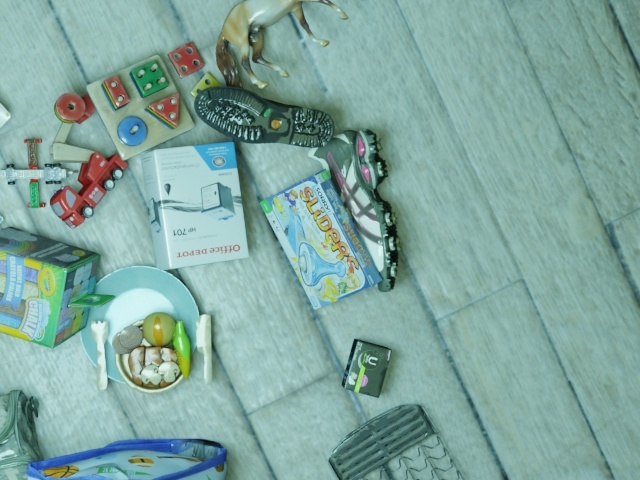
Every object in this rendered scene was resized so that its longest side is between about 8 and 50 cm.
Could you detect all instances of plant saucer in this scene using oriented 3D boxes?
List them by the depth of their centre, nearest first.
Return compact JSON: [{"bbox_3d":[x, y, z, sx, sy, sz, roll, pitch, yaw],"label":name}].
[{"bbox_3d":[-0.294,0.138,1.914,0.194,0.037,0.195,0,90,-6],"label":"plant saucer"}]

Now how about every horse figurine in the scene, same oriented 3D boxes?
[{"bbox_3d":[-0.079,-0.353,1.906,0.263,0.066,0.174,-41,74,4],"label":"horse figurine"}]

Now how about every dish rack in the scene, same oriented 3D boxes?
[{"bbox_3d":[0.149,0.417,1.941,0.208,0.074,0.272,-31,93,-5],"label":"dish rack"}]

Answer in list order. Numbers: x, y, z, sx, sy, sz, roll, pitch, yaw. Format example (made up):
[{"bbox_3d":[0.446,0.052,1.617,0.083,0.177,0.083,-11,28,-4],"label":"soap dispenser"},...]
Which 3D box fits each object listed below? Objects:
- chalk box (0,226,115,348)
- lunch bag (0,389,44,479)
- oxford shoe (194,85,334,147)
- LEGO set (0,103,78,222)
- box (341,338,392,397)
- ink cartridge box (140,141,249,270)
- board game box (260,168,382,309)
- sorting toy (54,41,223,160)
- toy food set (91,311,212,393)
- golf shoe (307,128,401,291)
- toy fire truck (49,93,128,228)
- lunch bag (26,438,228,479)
[{"bbox_3d":[-0.428,0.077,1.819,0.213,0.132,0.132,17,104,10],"label":"chalk box"},{"bbox_3d":[-0.570,0.379,1.805,0.305,0.213,0.256,-16,53,-6],"label":"lunch bag"},{"bbox_3d":[-0.094,-0.193,1.902,0.227,0.096,0.083,16,94,-6],"label":"oxford shoe"},{"bbox_3d":[-0.521,-0.108,1.899,0.182,0.060,0.244,-43,93,9],"label":"LEGO set"},{"bbox_3d":[0.076,0.211,1.943,0.062,0.052,0.083,15,88,-5],"label":"box"},{"bbox_3d":[-0.201,-0.055,1.884,0.139,0.082,0.191,-9,90,-24],"label":"ink cartridge box"},{"bbox_3d":[0.000,0.000,1.900,0.035,0.136,0.201,-31,94,-48],"label":"board game box"},{"bbox_3d":[-0.275,-0.219,1.869,0.274,0.046,0.132,-28,95,-22],"label":"sorting toy"},{"bbox_3d":[-0.268,0.181,1.878,0.192,0.038,0.133,-4,91,-5],"label":"toy food set"},{"bbox_3d":[0.062,-0.044,1.928,0.120,0.105,0.273,-12,86,11],"label":"golf shoe"},{"bbox_3d":[-0.383,-0.128,1.867,0.135,0.047,0.192,45,56,-19],"label":"toy fire truck"},{"bbox_3d":[-0.275,0.476,1.765,0.238,0.385,0.328,5,91,24],"label":"lunch bag"}]
